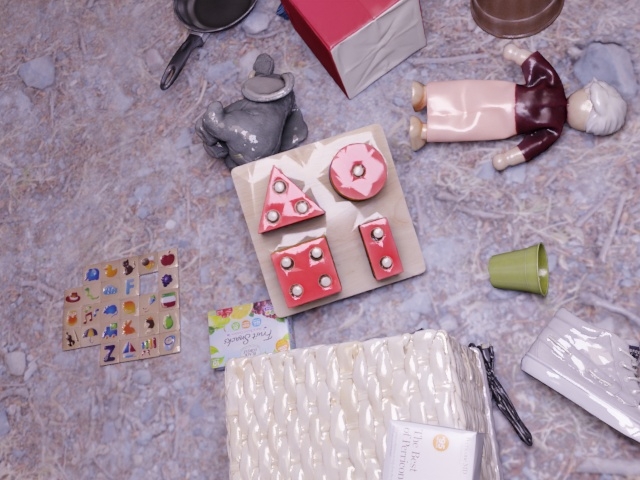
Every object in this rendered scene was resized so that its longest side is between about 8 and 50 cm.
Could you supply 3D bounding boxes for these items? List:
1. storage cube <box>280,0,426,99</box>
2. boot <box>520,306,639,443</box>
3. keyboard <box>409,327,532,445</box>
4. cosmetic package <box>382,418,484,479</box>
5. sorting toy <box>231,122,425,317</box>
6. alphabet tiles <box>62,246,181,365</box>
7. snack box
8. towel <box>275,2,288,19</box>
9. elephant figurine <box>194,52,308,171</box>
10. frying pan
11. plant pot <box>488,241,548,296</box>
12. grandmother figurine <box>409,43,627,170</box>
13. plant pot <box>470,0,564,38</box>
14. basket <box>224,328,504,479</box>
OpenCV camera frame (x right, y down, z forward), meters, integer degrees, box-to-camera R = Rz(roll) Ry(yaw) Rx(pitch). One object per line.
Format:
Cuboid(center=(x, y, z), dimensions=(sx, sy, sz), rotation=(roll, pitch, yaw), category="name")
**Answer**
Cuboid(center=(0.055, -0.407, 1.256), dimensions=(0.183, 0.215, 0.193), rotation=(-35, 71, 1), category="storage cube")
Cuboid(center=(0.419, 0.196, 0.985), dimensions=(0.258, 0.095, 0.123), rotation=(32, 89, 25), category="boot")
Cuboid(center=(0.208, 0.276, 1.057), dimensions=(0.201, 0.033, 0.317), rotation=(-31, 66, 11), category="keyboard")
Cuboid(center=(0.110, 0.316, 0.742), dimensions=(0.098, 0.060, 0.239), rotation=(3, 75, 20), category="cosmetic package")
Cuboid(center=(0.013, -0.032, 1.122), dimensions=(0.257, 0.089, 0.256), rotation=(-18, 91, 1), category="sorting toy")
Cuboid(center=(-0.367, 0.127, 1.296), dimensions=(0.237, 0.009, 0.198), rotation=(-11, 68, 13), category="alphabet tiles")
Cuboid(center=(-0.116, 0.158, 1.193), dimensions=(0.141, 0.037, 0.100), rotation=(-13, 69, 12), category="snack box")
Cuboid(center=(-0.046, -0.477, 1.366), dimensions=(0.029, 0.119, 0.067), rotation=(29, 74, -17), category="towel")
Cuboid(center=(-0.099, -0.241, 1.281), dimensions=(0.186, 0.169, 0.239), rotation=(43, 69, -3), category="elephant figurine")
Cuboid(center=(-0.212, -0.446, 1.433), dimensions=(0.197, 0.053, 0.326), rotation=(-4, 69, 15), category="frying pan")
Cuboid(center=(0.304, 0.046, 1.091), dimensions=(0.079, 0.083, 0.083), rotation=(-4, 69, 28), category="plant pot")
Cuboid(center=(0.325, -0.221, 1.172), dimensions=(0.342, 0.104, 0.208), rotation=(4, 99, 15), category="grandmother figurine")
Cuboid(center=(0.336, -0.463, 1.215), dimensions=(0.166, 0.165, 0.167), rotation=(-5, 70, 14), category="plant pot")
Cuboid(center=(0.063, 0.308, 0.942), dimensions=(0.328, 0.266, 0.332), rotation=(-11, 72, 17), category="basket")
